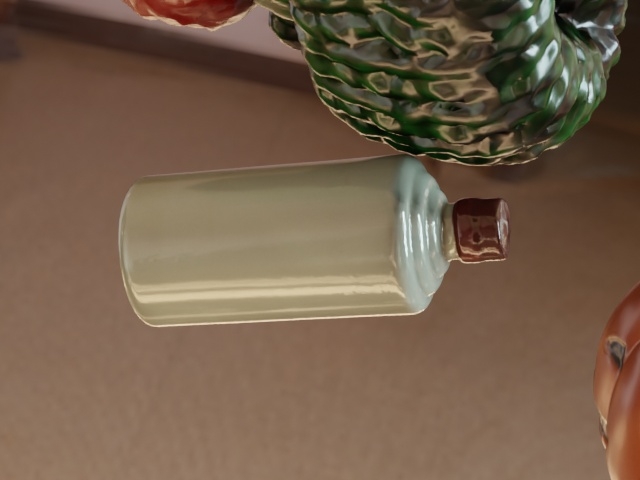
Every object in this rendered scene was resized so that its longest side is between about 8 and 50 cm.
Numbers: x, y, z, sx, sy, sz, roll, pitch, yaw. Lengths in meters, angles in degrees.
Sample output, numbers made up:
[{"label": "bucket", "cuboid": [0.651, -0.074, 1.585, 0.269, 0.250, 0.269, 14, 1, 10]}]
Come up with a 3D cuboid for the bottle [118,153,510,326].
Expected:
[{"label": "bottle", "cuboid": [0.000, 0.000, 1.275, 0.245, 0.104, 0.104, -4, 16, 16]}]

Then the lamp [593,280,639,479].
[{"label": "lamp", "cuboid": [0.242, 0.079, 1.072, 0.187, 0.164, 0.188, 3, 41, -2]}]

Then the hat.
[{"label": "hat", "cuboid": [0.021, -0.193, 1.282, 0.332, 0.274, 0.242, 9, 40, 27]}]
